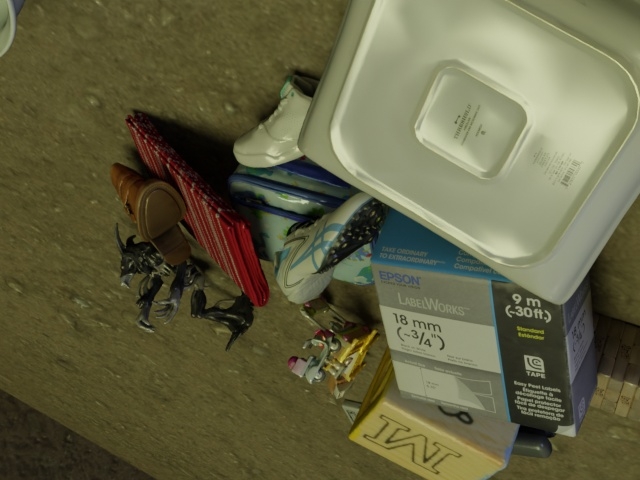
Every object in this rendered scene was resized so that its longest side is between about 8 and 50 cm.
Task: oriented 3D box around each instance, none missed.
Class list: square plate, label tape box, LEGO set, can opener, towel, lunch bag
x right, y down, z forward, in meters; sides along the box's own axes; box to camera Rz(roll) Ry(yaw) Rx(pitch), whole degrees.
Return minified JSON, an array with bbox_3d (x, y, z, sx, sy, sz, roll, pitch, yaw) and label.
[{"bbox_3d":[0.153,-0.124,0.909,0.344,0.049,0.347,32,135,11],"label":"square plate"},{"bbox_3d":[0.190,0.056,1.126,0.240,0.106,0.334,8,128,32],"label":"label tape box"},{"bbox_3d":[0.014,0.165,1.525,0.107,0.132,0.287,38,176,16],"label":"LEGO set"},{"bbox_3d":[0.242,0.296,1.560,0.283,0.076,0.095,-1,139,38],"label":"can opener"},{"bbox_3d":[-0.168,-0.042,1.320,0.275,0.031,0.199,44,160,32],"label":"towel"},{"bbox_3d":[-0.013,-0.034,1.262,0.218,0.090,0.176,17,145,16],"label":"lunch bag"}]

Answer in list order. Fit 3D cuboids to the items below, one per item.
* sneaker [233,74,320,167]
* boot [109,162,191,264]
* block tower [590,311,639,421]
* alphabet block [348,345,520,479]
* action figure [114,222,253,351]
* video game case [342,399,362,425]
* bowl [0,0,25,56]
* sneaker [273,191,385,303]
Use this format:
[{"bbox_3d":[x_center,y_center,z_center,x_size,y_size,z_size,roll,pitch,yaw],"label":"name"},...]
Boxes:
[{"bbox_3d":[-0.029,-0.150,1.129,0.212,0.080,0.094,-10,121,37],"label":"sneaker"},{"bbox_3d":[-0.255,-0.062,1.349,0.152,0.073,0.197,52,162,26],"label":"boot"},{"bbox_3d":[0.443,0.184,1.217,0.335,0.097,0.091,16,147,18],"label":"block tower"},{"bbox_3d":[0.181,0.236,1.411,0.197,0.192,0.193,27,148,0],"label":"alphabet block"},{"bbox_3d":[-0.246,0.086,1.577,0.275,0.141,0.164,32,161,-9],"label":"action figure"},{"bbox_3d":[0.128,0.365,1.809,0.143,0.019,0.157,7,143,30],"label":"video game case"},{"bbox_3d":[-0.443,-0.356,1.077,0.297,0.134,0.298,20,149,13],"label":"bowl"},{"bbox_3d":[0.000,0.000,1.145,0.086,0.085,0.237,57,145,11],"label":"sneaker"}]
